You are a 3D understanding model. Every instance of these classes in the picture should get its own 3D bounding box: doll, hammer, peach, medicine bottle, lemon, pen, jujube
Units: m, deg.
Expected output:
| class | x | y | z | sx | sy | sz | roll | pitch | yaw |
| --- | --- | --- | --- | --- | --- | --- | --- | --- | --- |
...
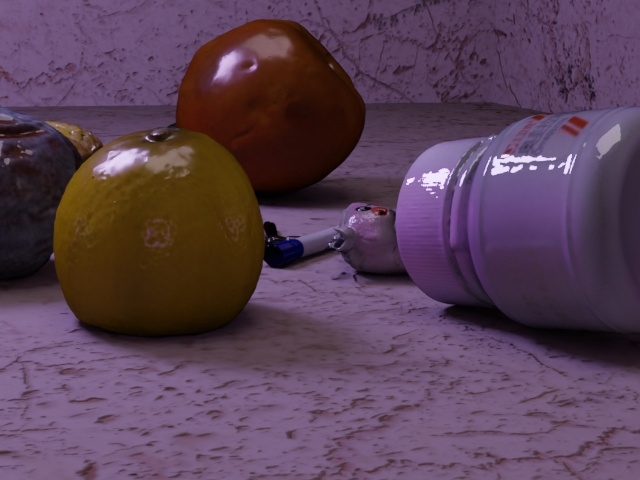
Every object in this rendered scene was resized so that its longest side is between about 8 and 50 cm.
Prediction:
| class | x | y | z | sx | sy | sz | roll | pitch | yaw |
| --- | --- | --- | --- | --- | --- | --- | --- | --- | --- |
| doll | 0.100 | -0.001 | 1.673 | 0.192 | 0.095 | 0.149 | 2 | 5 | 12 |
| hammer | -0.067 | -0.008 | 1.879 | 0.065 | 0.021 | 0.178 | 1 | 9 | -7 |
| peach | -0.099 | -0.229 | 2.261 | 0.301 | 0.343 | 0.343 | -42 | 12 | 11 |
| medicine bottle | 0.258 | -0.021 | 1.412 | 0.241 | 0.241 | 0.302 | -9 | 6 | -42 |
| lemon | -0.178 | -0.019 | 1.409 | 0.240 | 0.219 | 0.240 | 3 | 15 | -1 |
| pen | 0.000 | 0.001 | 1.805 | 0.033 | 0.033 | 0.269 | 8 | 12 | 28 |
| jujube | -0.448 | -0.064 | 1.599 | 0.308 | 0.215 | 0.246 | -3 | 13 | -27 |

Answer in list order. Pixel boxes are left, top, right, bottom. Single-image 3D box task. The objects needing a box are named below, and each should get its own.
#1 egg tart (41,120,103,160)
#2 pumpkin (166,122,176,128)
| class | x | y | z | sx | sy | sz | roll | pitch | yaw |
| --- | --- | --- | --- | --- | --- | --- | --- | --- | --- |
| egg tart | -0.533 | -0.121 | 2.083 | 0.345 | 0.132 | 0.345 | 1 | 11 | 0 |
| pumpkin | -0.229 | -0.181 | 2.499 | 0.278 | 0.111 | 0.163 | 2 | 16 | -2 |
